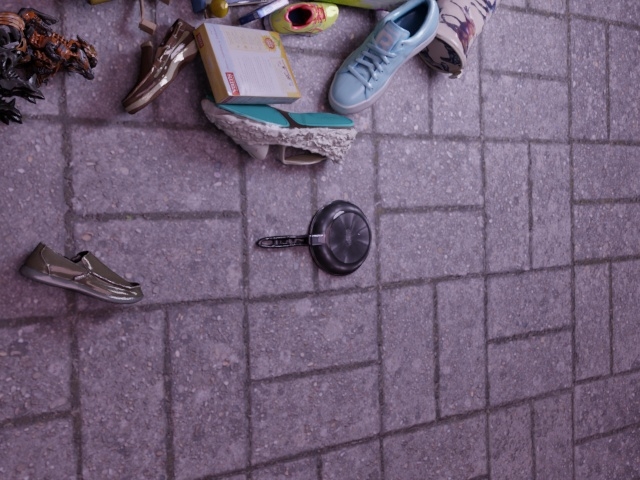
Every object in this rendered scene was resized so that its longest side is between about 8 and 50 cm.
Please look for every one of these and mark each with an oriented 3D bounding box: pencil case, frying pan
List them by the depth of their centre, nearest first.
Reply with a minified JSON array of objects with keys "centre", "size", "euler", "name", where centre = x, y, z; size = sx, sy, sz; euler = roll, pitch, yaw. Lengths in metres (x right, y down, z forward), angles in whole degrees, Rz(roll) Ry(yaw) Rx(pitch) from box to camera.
[{"centre":[0.010,-0.027,1.847],"size":[0.326,0.053,0.197],"euler":[23,78,-35],"name":"frying pan"},{"centre":[0.407,-0.639,2.026],"size":[0.183,0.160,0.410],"euler":[36,71,-13],"name":"pencil case"}]

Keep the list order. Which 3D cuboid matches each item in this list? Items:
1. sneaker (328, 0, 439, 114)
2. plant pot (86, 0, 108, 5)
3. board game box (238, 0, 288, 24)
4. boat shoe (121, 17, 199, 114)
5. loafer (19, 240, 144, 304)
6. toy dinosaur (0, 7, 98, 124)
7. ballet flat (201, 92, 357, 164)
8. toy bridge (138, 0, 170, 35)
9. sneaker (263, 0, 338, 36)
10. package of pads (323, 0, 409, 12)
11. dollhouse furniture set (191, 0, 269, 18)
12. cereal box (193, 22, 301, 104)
[{"centre":[0.149,-0.474,1.822],"size":[0.135,0.150,0.366],"euler":[39,82,15],"name":"sneaker"},{"centre":[-0.390,-0.592,1.465],"size":[0.239,0.254,0.254],"euler":[-32,109,-12],"name":"plant pot"},{"centre":[-0.132,-0.531,1.711],"size":[0.090,0.090,0.020],"euler":[-38,113,-26],"name":"board game box"},{"centre":[-0.352,-0.377,1.574],"size":[0.095,0.095,0.257],"euler":[47,55,-22],"name":"boat shoe"},{"centre":[-0.471,0.066,1.498],"size":[0.251,0.094,0.087],"euler":[20,84,-32],"name":"loafer"},{"centre":[-0.593,-0.353,1.406],"size":[0.322,0.164,0.218],"euler":[5,73,-16],"name":"toy dinosaur"},{"centre":[-0.092,-0.242,1.729],"size":[0.409,0.147,0.147],"euler":[4,89,-33],"name":"ballet flat"},{"centre":[-0.351,-0.534,1.595],"size":[0.063,0.026,0.188],"euler":[24,69,-11],"name":"toy bridge"},{"centre":[-0.029,-0.536,1.778],"size":[0.208,0.094,0.081],"euler":[-25,103,-32],"name":"sneaker"},{"centre":[0.086,-0.699,1.824],"size":[0.297,0.101,0.229],"euler":[-3,80,-34],"name":"package of pads"},{"centre":[-0.141,-0.660,1.639],"size":[0.286,0.198,0.303],"euler":[-16,100,-32],"name":"dollhouse furniture set"},{"centre":[-0.161,-0.391,1.657],"size":[0.240,0.047,0.173],"euler":[-11,80,-50],"name":"cereal box"}]
